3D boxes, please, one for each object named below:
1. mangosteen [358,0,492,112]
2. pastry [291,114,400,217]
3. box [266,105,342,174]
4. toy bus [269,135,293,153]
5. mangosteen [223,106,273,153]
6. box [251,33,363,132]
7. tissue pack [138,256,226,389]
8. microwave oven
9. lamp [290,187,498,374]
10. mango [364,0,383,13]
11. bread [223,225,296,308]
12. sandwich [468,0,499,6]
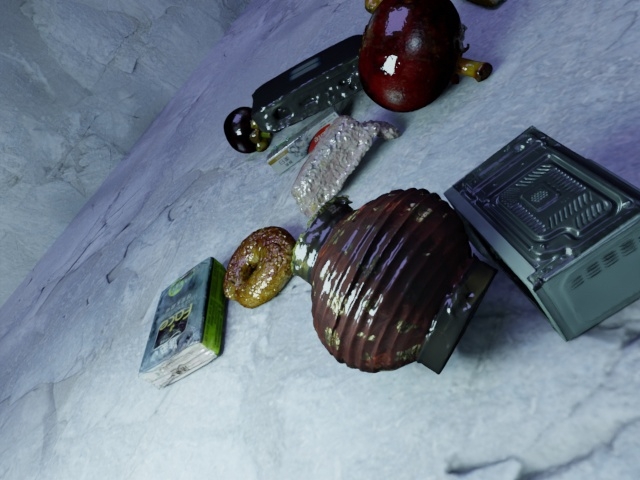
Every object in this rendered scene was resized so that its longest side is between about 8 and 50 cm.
[{"bbox_3d":[0.208,-0.365,0.924,0.261,0.236,0.236,16,57,5],"label":"mangosteen"},{"bbox_3d":[0.033,-0.171,0.964,0.265,0.112,0.103,-45,23,-2],"label":"pastry"},{"bbox_3d":[-0.037,-0.248,1.166,0.218,0.055,0.040,-32,33,17],"label":"box"},{"bbox_3d":[-0.096,-0.245,1.250,0.083,0.031,0.037,-30,46,21],"label":"toy bus"},{"bbox_3d":[-0.202,-0.317,1.354,0.151,0.137,0.137,18,65,27],"label":"mangosteen"},{"bbox_3d":[-0.020,-0.421,1.233,0.359,0.091,0.350,-25,29,7],"label":"box"},{"bbox_3d":[-0.278,0.165,0.967,0.173,0.073,0.236,-32,36,21],"label":"tissue pack"},{"bbox_3d":[0.267,-0.020,0.544,0.162,0.122,0.208,-38,34,12],"label":"microwave oven"},{"bbox_3d":[0.081,0.047,0.572,0.246,0.247,0.247,-28,37,24],"label":"lamp"},{"bbox_3d":[0.188,-0.778,1.474,0.105,0.084,0.160,-4,69,24],"label":"mango"},{"bbox_3d":[-0.124,0.049,0.940,0.193,0.064,0.193,-28,41,27],"label":"bread"},{"bbox_3d":[0.373,-0.632,1.111,0.090,0.088,0.244,-34,35,9],"label":"sandwich"}]
